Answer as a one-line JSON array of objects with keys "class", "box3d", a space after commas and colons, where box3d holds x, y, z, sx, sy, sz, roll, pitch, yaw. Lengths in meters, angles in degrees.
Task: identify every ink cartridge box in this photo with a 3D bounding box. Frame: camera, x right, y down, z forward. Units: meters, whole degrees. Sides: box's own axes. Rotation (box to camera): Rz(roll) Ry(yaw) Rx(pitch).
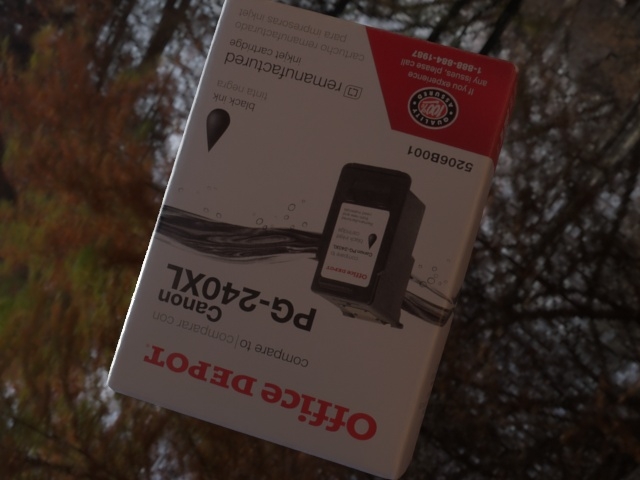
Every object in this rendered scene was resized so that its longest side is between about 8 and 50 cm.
[{"class": "ink cartridge box", "box3d": [0.000, 0.000, 0.374, 0.109, 0.150, 0.063, 16, 177, 8]}]
